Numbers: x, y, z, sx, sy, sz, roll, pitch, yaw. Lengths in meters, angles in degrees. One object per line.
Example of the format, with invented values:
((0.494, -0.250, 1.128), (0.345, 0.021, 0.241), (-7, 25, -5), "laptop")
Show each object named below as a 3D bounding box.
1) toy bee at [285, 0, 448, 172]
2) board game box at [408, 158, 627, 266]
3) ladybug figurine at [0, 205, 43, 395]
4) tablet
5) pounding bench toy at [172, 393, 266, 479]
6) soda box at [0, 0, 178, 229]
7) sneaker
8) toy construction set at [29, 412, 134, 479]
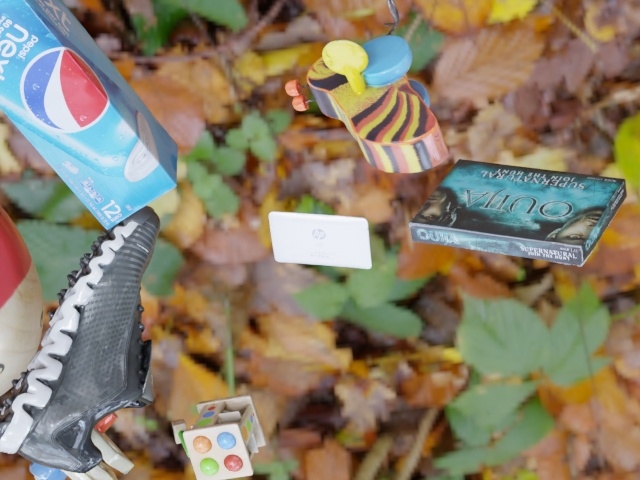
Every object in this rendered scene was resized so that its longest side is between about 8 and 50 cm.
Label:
((0.048, -0.170, 1.713), (0.162, 0.298, 0.195), (-22, 113, 7), "toy bee")
((0.199, -0.031, 1.440), (0.186, 0.126, 0.026), (8, 128, 30), "board game box")
((-0.506, 0.006, 1.708), (0.449, 0.305, 0.162), (44, 140, -16), "ladybug figurine")
((0.000, 0.000, 1.177), (0.083, 0.006, 0.054), (4, 130, 13), "tablet")
((-0.100, 0.180, 1.273), (0.083, 0.065, 0.052), (-11, 109, 15), "pounding bench toy")
((-0.189, -0.113, 1.025), (0.067, 0.071, 0.210), (-32, 118, 13), "soda box")
((-0.172, 0.084, 1.148), (0.106, 0.234, 0.078), (31, 158, -13), "sneaker")
((-0.243, 0.297, 1.228), (0.151, 0.215, 0.327), (28, 96, -41), "toy construction set")
